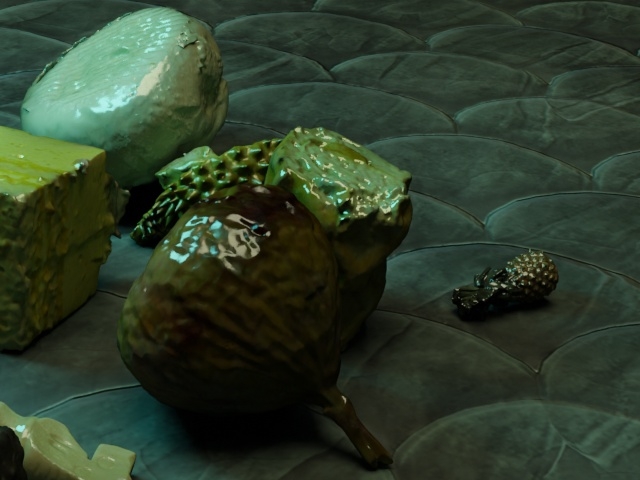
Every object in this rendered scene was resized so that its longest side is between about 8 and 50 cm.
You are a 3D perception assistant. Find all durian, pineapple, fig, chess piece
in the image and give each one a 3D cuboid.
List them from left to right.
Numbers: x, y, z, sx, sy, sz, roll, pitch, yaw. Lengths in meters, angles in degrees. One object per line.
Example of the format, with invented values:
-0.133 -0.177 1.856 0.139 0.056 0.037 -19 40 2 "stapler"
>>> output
-0.298 0.235 1.673 0.200 0.090 0.090 18 26 2 "chess piece"
-0.129 -0.069 2.239 0.306 0.172 0.166 -22 31 -20 "durian"
-0.048 0.127 1.804 0.368 0.286 0.286 44 33 3 "fig"
0.254 0.065 2.136 0.159 0.074 0.074 -18 33 -29 "pineapple"

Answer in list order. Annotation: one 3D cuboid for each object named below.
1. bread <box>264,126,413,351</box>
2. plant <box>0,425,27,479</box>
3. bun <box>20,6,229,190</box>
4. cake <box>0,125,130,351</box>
0.000 0.003 2.019 0.238 0.252 0.196 27 28 29 "bread"
-0.353 0.281 1.418 0.204 0.234 0.178 -9 -2 22 "plant"
-0.285 -0.193 2.349 0.359 0.211 0.360 -25 27 14 "bun"
-0.404 -0.027 2.017 0.227 0.222 0.286 16 27 18 "cake"
